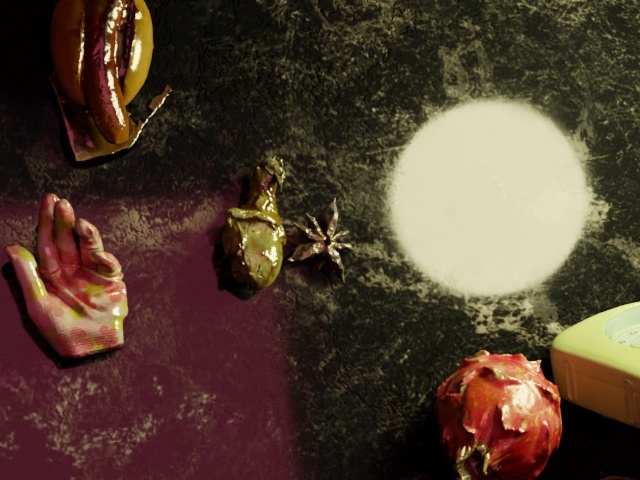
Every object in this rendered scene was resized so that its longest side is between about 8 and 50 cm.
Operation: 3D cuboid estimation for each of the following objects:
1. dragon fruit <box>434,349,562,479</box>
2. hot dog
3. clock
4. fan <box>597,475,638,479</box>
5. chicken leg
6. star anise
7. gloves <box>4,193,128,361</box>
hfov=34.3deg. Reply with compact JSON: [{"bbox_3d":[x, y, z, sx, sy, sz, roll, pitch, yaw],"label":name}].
[{"bbox_3d":[0.275,0.284,1.619,0.205,0.210,0.268,52,36,0],"label":"dragon fruit"},{"bbox_3d":[-0.328,-0.292,1.627,0.194,0.107,0.326,-10,81,-21],"label":"hot dog"},{"bbox_3d":[0.591,0.192,1.739,0.348,0.286,0.117,-18,107,-27],"label":"clock"},{"bbox_3d":[0.470,0.508,1.756,0.335,0.011,0.229,13,73,-16],"label":"fan"},{"bbox_3d":[-0.104,-0.033,1.653,0.103,0.088,0.227,4,76,-2],"label":"chicken leg"},{"bbox_3d":[0.006,-0.009,1.697,0.124,0.056,0.129,22,74,-25],"label":"star anise"},{"bbox_3d":[-0.366,0.052,1.526,0.145,0.126,0.241,-14,84,5],"label":"gloves"}]
